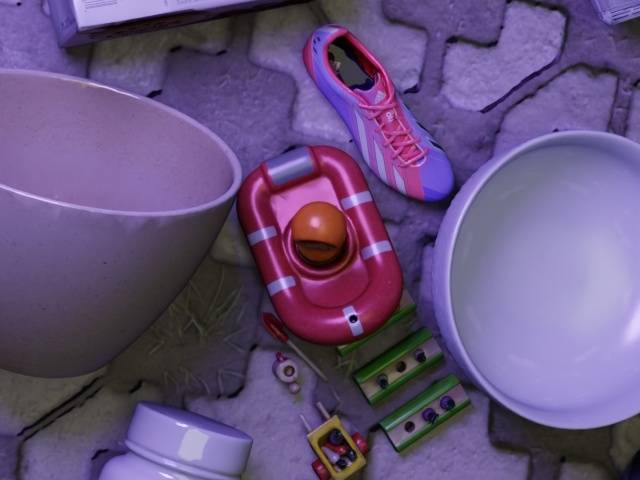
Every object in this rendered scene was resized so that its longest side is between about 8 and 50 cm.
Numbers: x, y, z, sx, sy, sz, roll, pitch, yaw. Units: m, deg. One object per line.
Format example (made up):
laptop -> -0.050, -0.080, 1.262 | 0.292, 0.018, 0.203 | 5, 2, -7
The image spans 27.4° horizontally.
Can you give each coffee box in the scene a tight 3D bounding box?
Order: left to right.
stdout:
coffee box -> -0.135, -0.294, 1.393 | 0.297, 0.168, 0.119 | -14, 96, -18

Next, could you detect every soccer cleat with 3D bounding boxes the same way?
soccer cleat -> 0.070, -0.141, 1.496 | 0.083, 0.095, 0.248 | -40, 100, -9

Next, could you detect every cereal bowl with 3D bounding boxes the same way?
cereal bowl -> 0.280, 0.042, 1.531 | 0.339, 0.141, 0.339 | -1, 93, -13

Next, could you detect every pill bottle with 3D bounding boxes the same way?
pill bottle -> -0.180, 0.328, 1.419 | 0.160, 0.160, 0.283 | 19, 88, -14

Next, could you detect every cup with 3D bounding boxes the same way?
cup -> -0.268, -0.003, 1.335 | 0.331, 0.331, 0.237 | 11, 115, -14

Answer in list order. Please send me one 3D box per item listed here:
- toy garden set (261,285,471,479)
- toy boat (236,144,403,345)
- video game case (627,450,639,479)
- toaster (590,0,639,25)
toy garden set -> 0.039, 0.145, 1.523 | 0.204, 0.049, 0.244 | -33, 99, -11
toy boat -> 0.000, 0.000, 1.429 | 0.151, 0.151, 0.231 | -22, 79, -3
video game case -> 0.432, 0.425, 1.563 | 0.248, 0.035, 0.275 | 46, 47, -11
toaster -> 0.381, -0.346, 1.526 | 0.227, 0.129, 0.146 | -16, 102, 30
